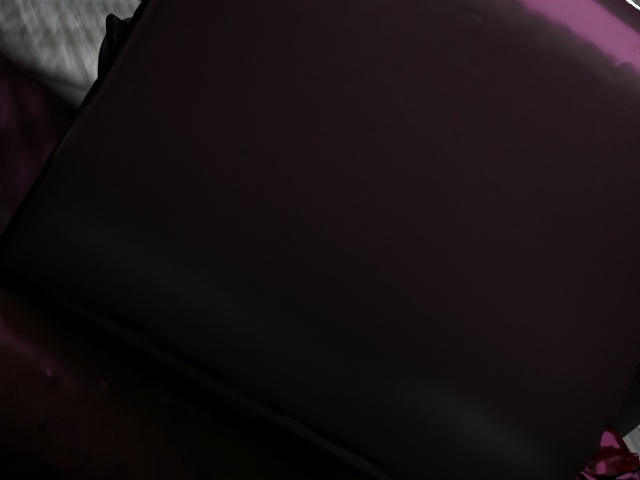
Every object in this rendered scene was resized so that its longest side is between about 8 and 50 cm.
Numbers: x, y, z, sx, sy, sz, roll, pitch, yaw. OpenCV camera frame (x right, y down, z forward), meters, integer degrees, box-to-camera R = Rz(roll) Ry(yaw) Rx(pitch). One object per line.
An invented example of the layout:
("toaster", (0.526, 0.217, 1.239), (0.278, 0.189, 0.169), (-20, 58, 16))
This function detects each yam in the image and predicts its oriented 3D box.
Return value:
("yam", (-0.046, 0.119, 0.540), (0.371, 0.083, 0.083), (41, 11, -32))

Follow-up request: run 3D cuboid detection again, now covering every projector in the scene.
("projector", (0.007, -0.027, 0.596), (0.249, 0.248, 0.248), (31, -17, -13))

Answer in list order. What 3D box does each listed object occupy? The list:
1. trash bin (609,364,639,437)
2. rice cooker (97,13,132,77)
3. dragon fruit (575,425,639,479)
("trash bin", (0.208, 0.076, 0.979), (0.158, 0.343, 0.223), (45, 9, 7))
("rice cooker", (-0.056, -0.124, 1.052), (0.281, 0.227, 0.241), (27, 41, -42))
("dragon fruit", (0.133, 0.187, 0.762), (0.182, 0.189, 0.182), (28, 53, -45))
